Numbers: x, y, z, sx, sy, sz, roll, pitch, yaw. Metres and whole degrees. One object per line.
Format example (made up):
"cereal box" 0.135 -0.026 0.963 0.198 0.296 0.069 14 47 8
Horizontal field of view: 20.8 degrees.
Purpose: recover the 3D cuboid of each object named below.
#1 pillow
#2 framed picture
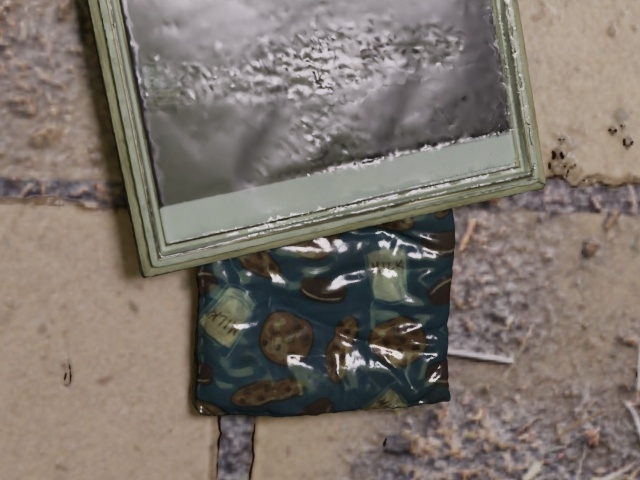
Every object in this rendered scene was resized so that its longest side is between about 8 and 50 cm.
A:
"pillow" 0.002 -0.002 1.209 0.189 0.034 0.255 -3 101 -11
"framed picture" 0.001 -0.114 1.164 0.293 0.018 0.231 -13 102 -11
